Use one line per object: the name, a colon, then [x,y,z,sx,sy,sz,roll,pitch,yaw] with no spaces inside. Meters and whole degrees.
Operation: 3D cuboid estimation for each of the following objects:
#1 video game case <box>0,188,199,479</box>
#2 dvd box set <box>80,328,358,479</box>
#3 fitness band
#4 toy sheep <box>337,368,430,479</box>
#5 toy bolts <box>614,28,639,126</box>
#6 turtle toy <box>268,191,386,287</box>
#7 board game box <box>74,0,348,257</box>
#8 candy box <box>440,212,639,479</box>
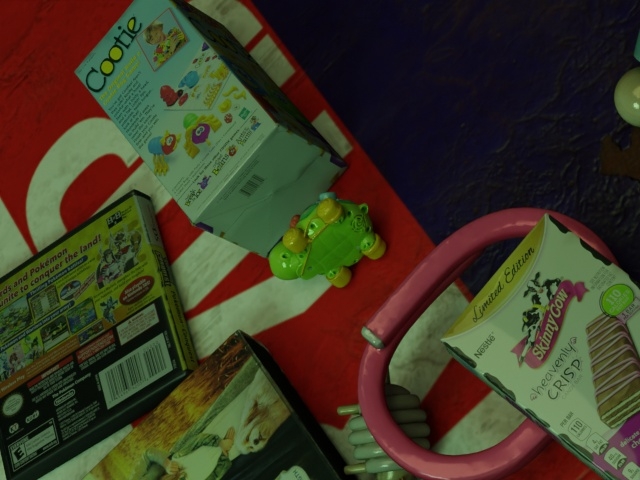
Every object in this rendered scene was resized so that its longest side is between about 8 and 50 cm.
video game case: [-0.276,0.112,2.210,0.275,0.035,0.248,-32,59,23]
dvd box set: [-0.152,0.337,1.997,0.420,0.062,0.307,-43,50,9]
fitness band: [0.164,0.100,1.847,0.209,0.054,0.291,42,87,21]
toy sheep: [0.066,0.189,1.915,0.091,0.091,0.132,-11,85,31]
toy bolts: [0.348,-0.152,1.783,0.158,0.218,0.228,-56,34,13]
turtle toy: [0.000,0.000,2.031,0.130,0.095,0.066,-39,34,16]
board game box: [-0.122,-0.134,2.121,0.144,0.142,0.275,-48,54,12]
candy box: [0.249,0.108,1.765,0.233,0.071,0.159,38,85,19]
